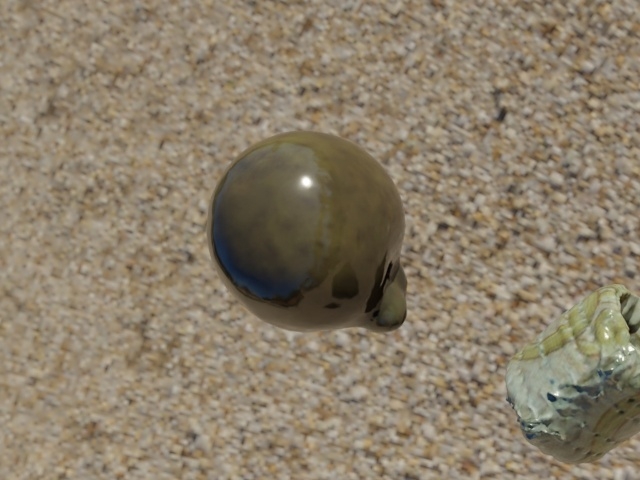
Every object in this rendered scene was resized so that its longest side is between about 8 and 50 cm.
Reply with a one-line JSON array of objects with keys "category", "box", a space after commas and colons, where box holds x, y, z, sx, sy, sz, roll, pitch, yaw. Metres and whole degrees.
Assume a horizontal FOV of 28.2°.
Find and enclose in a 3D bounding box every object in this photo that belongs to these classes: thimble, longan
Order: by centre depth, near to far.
[{"category": "longan", "box": [0.000, 0.000, 1.108, 0.185, 0.204, 0.159, -42, -2, -38]}, {"category": "thimble", "box": [0.270, 0.133, 1.255, 0.143, 0.190, 0.137, -41, 75, 23]}]
